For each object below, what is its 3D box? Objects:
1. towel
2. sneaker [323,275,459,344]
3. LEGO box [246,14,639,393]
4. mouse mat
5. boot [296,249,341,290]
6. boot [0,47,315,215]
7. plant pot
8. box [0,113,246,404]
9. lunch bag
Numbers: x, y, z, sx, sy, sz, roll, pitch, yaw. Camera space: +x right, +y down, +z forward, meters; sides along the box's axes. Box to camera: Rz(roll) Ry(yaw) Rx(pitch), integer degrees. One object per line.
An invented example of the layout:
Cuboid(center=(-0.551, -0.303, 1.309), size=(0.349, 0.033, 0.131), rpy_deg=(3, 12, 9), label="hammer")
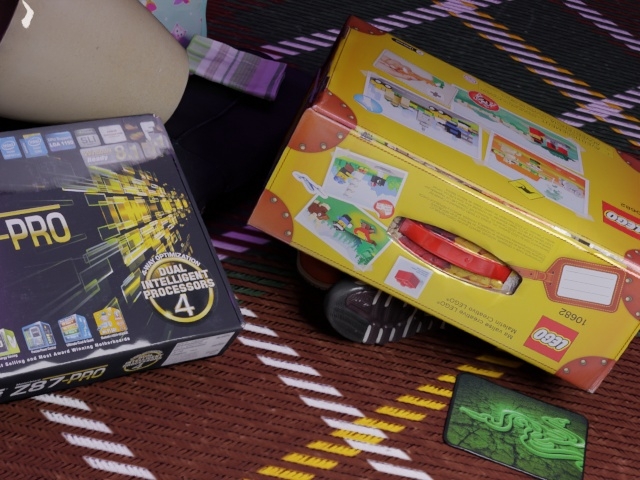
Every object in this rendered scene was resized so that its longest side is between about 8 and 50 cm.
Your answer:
Cuboid(center=(-0.129, -0.260, 2.137), size=(0.152, 0.023, 0.113), rpy_deg=(20, 30, -2), label="towel")
Cuboid(center=(0.089, 0.056, 1.985), size=(0.281, 0.106, 0.162), rpy_deg=(2, 32, -39), label="sneaker")
Cuboid(center=(0.194, -0.063, 1.943), size=(0.500, 0.193, 0.372), rpy_deg=(26, 28, -4), label="LEGO box")
Cuboid(center=(0.258, 0.247, 1.876), size=(0.190, 0.007, 0.152), rpy_deg=(21, 35, 1), label="mouse mat")
Cuboid(center=(0.000, 0.000, 2.018), size=(0.059, 0.084, 0.158), rpy_deg=(5, 39, -22), label="boot")
Cuboid(center=(-0.231, -0.196, 2.110), size=(0.367, 0.146, 0.445), rpy_deg=(37, 42, 8), label="boot")
Cuboid(center=(-0.315, -0.247, 1.844), size=(0.274, 0.256, 0.256), rpy_deg=(22, 29, -34), label="plant pot")
Cuboid(center=(-0.324, 0.020, 1.718), size=(0.395, 0.097, 0.318), rpy_deg=(-10, 64, -33), label="box")
Cuboid(center=(-0.339, -0.360, 2.250), size=(0.262, 0.160, 0.223), rpy_deg=(14, 18, 41), label="lunch bag")
